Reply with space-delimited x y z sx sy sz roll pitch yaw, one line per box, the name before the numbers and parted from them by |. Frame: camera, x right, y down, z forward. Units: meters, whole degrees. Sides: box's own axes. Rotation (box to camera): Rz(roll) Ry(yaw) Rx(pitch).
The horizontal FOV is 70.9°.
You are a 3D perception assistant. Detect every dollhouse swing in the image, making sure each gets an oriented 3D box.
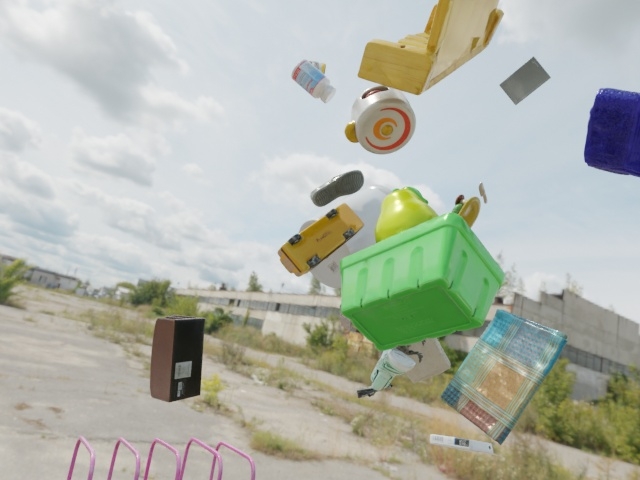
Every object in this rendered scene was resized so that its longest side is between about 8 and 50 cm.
dollhouse swing | 0.300 -0.616 1.200 0.315 0.346 0.305 32 -31 35

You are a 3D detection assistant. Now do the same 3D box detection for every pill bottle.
pill bottle | -0.023 -0.574 1.629 0.160 0.087 0.087 42 -12 6

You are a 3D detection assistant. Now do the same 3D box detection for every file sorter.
file sorter | -0.286 0.452 0.785 0.290 0.183 0.202 17 -18 -31

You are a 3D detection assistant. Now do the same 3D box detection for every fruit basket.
fruit basket | 0.238 0.050 1.138 0.283 0.392 0.392 47 -27 -21

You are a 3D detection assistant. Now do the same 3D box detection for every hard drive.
hard drive | 0.702 -0.548 1.545 0.094 0.022 0.135 51 -54 0

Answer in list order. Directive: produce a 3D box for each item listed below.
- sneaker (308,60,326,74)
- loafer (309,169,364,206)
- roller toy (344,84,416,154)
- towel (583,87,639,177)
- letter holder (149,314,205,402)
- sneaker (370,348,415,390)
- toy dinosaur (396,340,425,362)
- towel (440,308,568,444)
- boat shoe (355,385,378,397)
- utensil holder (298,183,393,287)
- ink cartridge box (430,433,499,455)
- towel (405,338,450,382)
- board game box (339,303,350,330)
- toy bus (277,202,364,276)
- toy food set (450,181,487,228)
sneaker | -0.033 -0.724 2.006 0.092 0.225 0.088 13 -44 -14
loafer | 0.059 -0.213 1.761 0.251 0.095 0.087 -25 25 -22
roller toy | 0.195 -0.376 1.412 0.209 0.146 0.191 16 -53 -20
towel | 0.804 -0.237 1.086 0.308 0.076 0.228 32 -31 47
letter holder | -0.592 0.452 1.769 0.214 0.302 0.152 -1 -7 33
sneaker | 0.230 0.435 1.467 0.094 0.151 0.256 28 -5 6
toy dinosaur | 0.341 0.400 1.729 0.118 0.064 0.268 15 -53 22
towel | 0.556 0.398 1.388 0.040 0.370 0.271 40 -7 -24
boat shoe | 0.183 0.569 1.688 0.046 0.038 0.125 -22 -25 40
utensil holder | 0.141 -0.022 1.888 0.385 0.328 0.327 -29 16 -37
ink cartridge box | 0.616 0.873 1.919 0.208 0.045 0.206 26 -28 -30
towel | 0.397 0.437 1.855 0.187 0.282 0.049 -27 1 17
board game box | 0.137 0.188 1.558 0.056 0.208 0.347 33 -16 14
toy bus | 0.000 0.000 1.420 0.108 0.332 0.130 50 -39 4
toy food set | 0.517 -0.103 1.639 0.071 0.218 0.128 30 -7 42
